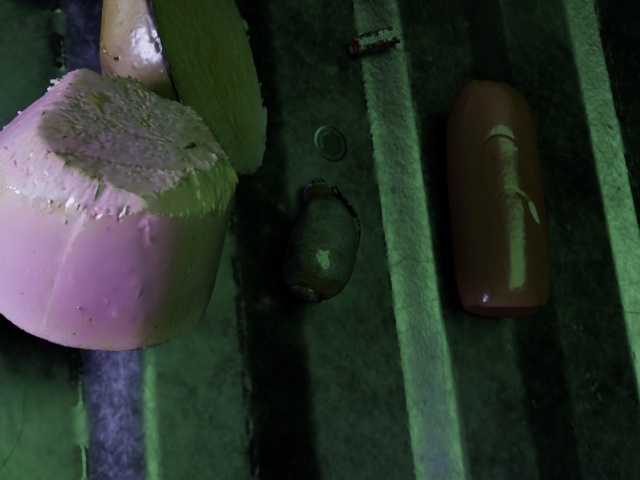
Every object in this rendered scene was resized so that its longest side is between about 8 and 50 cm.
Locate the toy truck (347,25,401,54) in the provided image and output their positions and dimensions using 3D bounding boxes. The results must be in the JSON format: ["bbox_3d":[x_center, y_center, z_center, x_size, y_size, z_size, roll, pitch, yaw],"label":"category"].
[{"bbox_3d":[0.073,-0.256,1.364,0.083,0.032,0.024,-23,84,-34],"label":"toy truck"}]

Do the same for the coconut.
[{"bbox_3d":[-0.201,-0.013,0.977,0.233,0.245,0.233,13,40,-11],"label":"coconut"}]

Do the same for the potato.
[{"bbox_3d":[-0.156,-0.198,1.123,0.239,0.115,0.299,-18,94,-65],"label":"potato"}]

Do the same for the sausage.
[{"bbox_3d":[0.222,-0.054,1.337,0.121,0.121,0.304,9,70,-31],"label":"sausage"}]

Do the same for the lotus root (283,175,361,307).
[{"bbox_3d":[0.003,0.000,1.202,0.088,0.088,0.165,27,51,-23],"label":"lotus root"}]
